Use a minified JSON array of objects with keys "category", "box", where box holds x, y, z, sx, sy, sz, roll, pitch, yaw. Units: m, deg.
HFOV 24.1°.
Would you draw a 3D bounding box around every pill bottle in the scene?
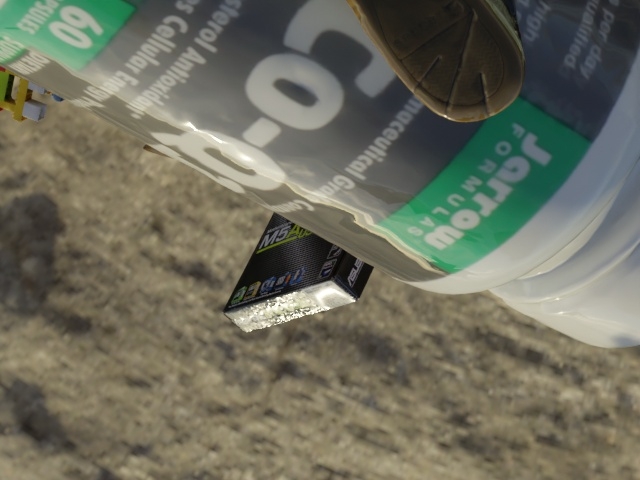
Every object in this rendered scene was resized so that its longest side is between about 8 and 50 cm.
[{"category":"pill bottle","box":[0.027,-0.101,0.667,0.361,0.204,0.204,28,130,-24]}]

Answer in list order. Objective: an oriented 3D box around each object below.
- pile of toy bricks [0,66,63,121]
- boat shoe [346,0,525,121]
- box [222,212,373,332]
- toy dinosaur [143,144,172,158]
[{"category":"pile of toy bricks","box":[-0.301,-0.242,1.567,0.105,0.118,0.212,21,113,10]},{"category":"boat shoe","box":[0.021,-0.111,0.519,0.056,0.049,0.152,-25,109,22]},{"category":"box","box":[0.000,0.000,1.567,0.045,0.184,0.190,41,145,-25]},{"category":"toy dinosaur","box":[-0.064,-0.101,0.891,0.064,0.211,0.112,10,100,-8]}]
